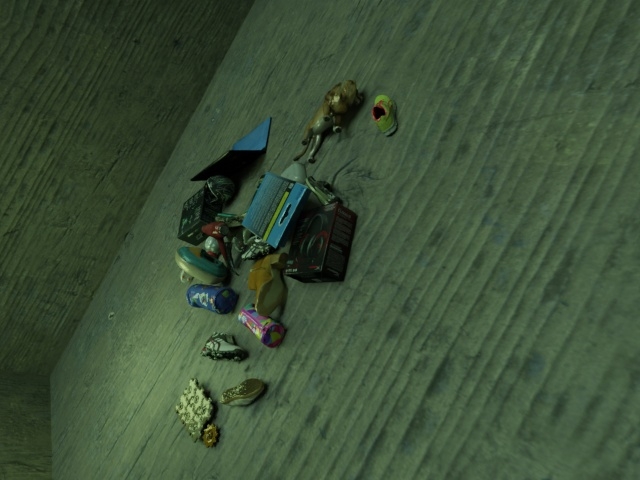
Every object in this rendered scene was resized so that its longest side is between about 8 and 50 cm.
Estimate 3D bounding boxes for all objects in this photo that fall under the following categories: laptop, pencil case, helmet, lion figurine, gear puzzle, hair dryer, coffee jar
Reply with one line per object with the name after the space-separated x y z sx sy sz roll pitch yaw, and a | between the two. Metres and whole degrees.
-0.506 -0.523 2.290 0.382 0.408 0.236 -23 85 39 | laptop
-0.230 0.322 1.546 0.237 0.105 0.104 18 82 53 | pencil case
-0.560 -0.289 2.245 0.162 0.170 0.169 -38 42 43 | helmet
-0.510 0.273 1.880 0.306 0.120 0.132 -1 106 48 | pencil case
0.014 -0.526 1.772 0.392 0.142 0.240 -31 39 39 | lion figurine
-0.488 0.712 1.646 0.339 0.044 0.175 22 83 49 | gear puzzle
-0.473 0.015 1.893 0.293 0.080 0.223 46 131 26 | hair dryer
-0.273 -0.235 1.958 0.096 0.079 0.184 -2 66 53 | coffee jar

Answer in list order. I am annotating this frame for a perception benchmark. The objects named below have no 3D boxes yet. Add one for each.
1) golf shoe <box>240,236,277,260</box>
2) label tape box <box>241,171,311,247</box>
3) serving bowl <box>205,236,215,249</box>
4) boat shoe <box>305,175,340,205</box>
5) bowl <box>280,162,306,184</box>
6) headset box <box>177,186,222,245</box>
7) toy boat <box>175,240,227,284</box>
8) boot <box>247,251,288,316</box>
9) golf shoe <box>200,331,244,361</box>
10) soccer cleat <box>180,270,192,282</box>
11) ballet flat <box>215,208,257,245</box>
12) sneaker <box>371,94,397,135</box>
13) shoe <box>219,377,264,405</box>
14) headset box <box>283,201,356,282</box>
-0.279 0.032 1.786 0.198 0.077 0.093 -22 76 28 | golf shoe
-0.153 -0.112 1.557 0.348 0.115 0.248 29 93 54 | label tape box
-0.620 0.008 2.244 0.083 0.027 0.083 -26 49 35 | serving bowl
0.013 -0.201 1.619 0.073 0.080 0.223 -45 45 11 | boat shoe
-0.134 -0.287 1.857 0.142 0.053 0.141 -37 43 30 | bowl
-0.695 -0.136 2.335 0.247 0.131 0.282 -30 47 33 | headset box
-0.566 0.089 1.992 0.148 0.268 0.318 -60 6 8 | toy boat
-0.235 0.187 1.634 0.211 0.104 0.294 -24 39 46 | boot
-0.404 0.435 1.673 0.273 0.105 0.120 -11 52 44 | golf shoe
-0.730 0.145 2.260 0.076 0.068 0.196 -14 55 62 | soccer cleat
-0.357 -0.065 1.906 0.483 0.164 0.181 -5 83 45 | ballet flat
0.235 -0.498 1.535 0.082 0.094 0.208 -35 43 32 | sneaker
-0.281 0.568 1.492 0.219 0.058 0.076 -28 29 31 | shoe
0.000 0.000 1.474 0.218 0.110 0.292 -8 62 48 | headset box
